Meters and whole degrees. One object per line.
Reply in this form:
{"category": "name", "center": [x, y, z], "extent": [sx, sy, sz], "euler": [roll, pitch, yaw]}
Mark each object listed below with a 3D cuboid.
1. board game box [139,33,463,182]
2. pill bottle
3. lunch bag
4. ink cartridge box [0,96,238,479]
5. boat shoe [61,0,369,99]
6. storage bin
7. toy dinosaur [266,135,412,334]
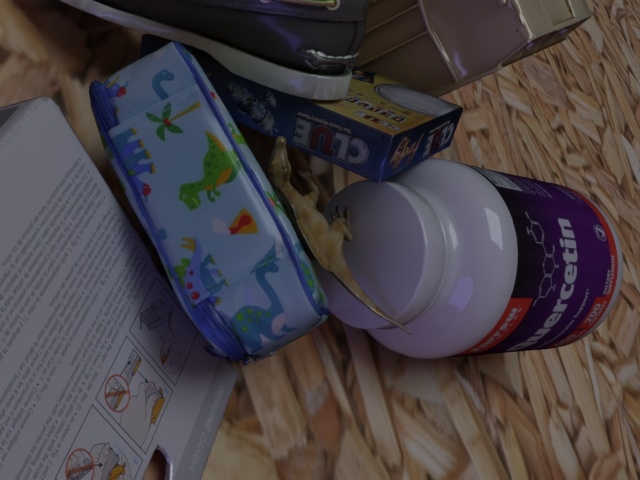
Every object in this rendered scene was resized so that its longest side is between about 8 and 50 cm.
{"category": "board game box", "center": [-0.015, -0.131, 0.719], "extent": [0.243, 0.042, 0.165], "euler": [26, 27, 20]}
{"category": "pill bottle", "center": [0.146, 0.020, 0.780], "extent": [0.323, 0.181, 0.181], "euler": [4, 60, -47]}
{"category": "lunch bag", "center": [-0.075, -0.019, 0.589], "extent": [0.219, 0.090, 0.176], "euler": [61, -1, 6]}
{"category": "ink cartridge box", "center": [-0.168, 0.106, 0.456], "extent": [0.296, 0.066, 0.261], "euler": [-73, 145, -47]}
{"category": "boat shoe", "center": [-0.107, -0.208, 0.650], "extent": [0.305, 0.091, 0.109], "euler": [23, 27, 7]}
{"category": "storage bin", "center": [0.127, -0.222, 0.878], "extent": [0.262, 0.260, 0.123], "euler": [-32, 100, -54]}
{"category": "toy dinosaur", "center": [0.000, 0.000, 0.629], "extent": [0.183, 0.053, 0.092], "euler": [55, 10, -19]}
